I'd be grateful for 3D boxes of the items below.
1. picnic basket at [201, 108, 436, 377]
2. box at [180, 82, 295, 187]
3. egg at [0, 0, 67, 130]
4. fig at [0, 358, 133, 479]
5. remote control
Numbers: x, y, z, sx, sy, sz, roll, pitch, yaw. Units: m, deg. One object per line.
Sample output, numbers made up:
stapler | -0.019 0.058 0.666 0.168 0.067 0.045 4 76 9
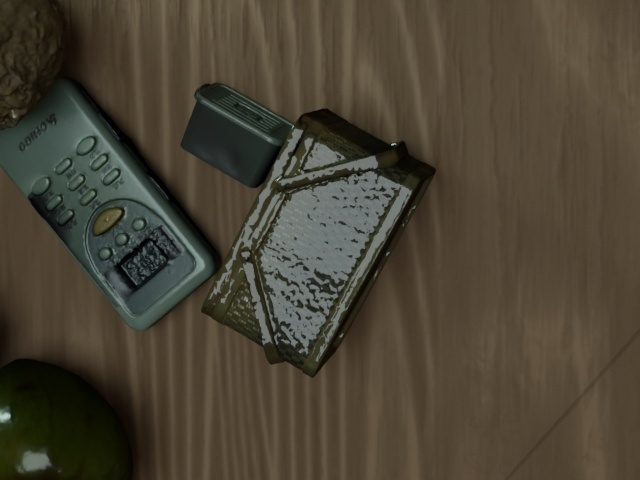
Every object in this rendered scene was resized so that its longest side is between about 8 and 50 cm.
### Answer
picnic basket | 0.000 0.000 1.366 0.139 0.165 0.267 29 104 7
box | -0.092 -0.115 1.416 0.122 0.084 0.069 30 113 8
egg | -0.429 -0.230 1.386 0.310 0.279 0.279 9 100 26
fig | -0.315 0.233 1.474 0.203 0.203 0.225 -26 48 15
remote control | -0.250 -0.046 1.472 0.140 0.056 0.296 -39 89 13
